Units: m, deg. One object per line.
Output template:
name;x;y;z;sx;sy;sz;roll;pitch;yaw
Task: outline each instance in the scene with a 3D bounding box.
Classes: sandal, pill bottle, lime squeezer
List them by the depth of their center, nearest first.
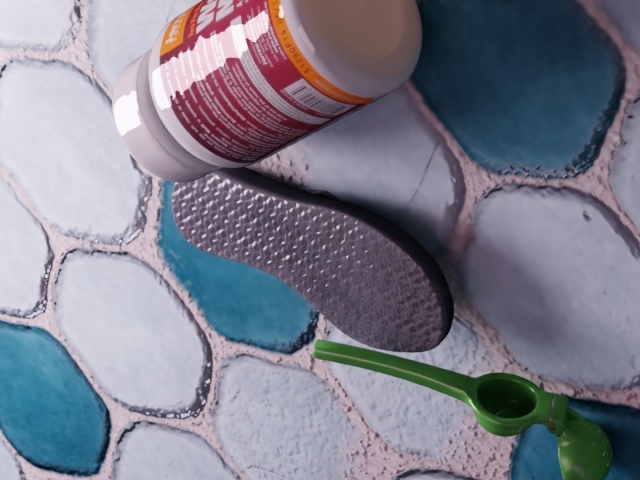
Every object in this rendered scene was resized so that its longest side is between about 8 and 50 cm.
pill bottle;-0.043;-0.122;1.330;0.221;0.121;0.121;-24;101;44
lime squeezer;0.143;0.143;1.393;0.310;0.059;0.110;39;143;-15
sandal;0.000;-0.001;1.433;0.254;0.054;0.097;29;123;27
